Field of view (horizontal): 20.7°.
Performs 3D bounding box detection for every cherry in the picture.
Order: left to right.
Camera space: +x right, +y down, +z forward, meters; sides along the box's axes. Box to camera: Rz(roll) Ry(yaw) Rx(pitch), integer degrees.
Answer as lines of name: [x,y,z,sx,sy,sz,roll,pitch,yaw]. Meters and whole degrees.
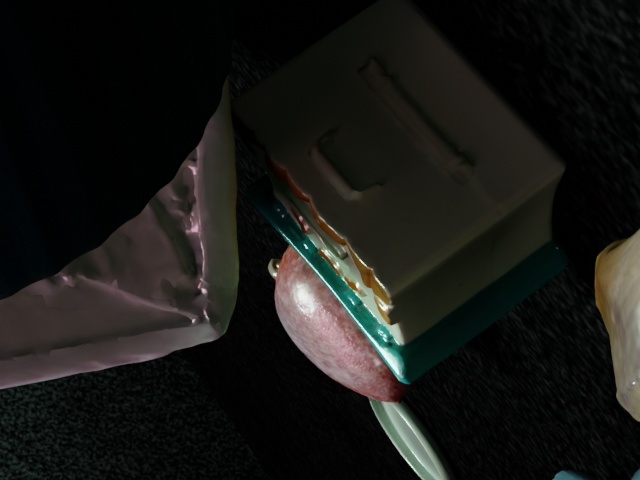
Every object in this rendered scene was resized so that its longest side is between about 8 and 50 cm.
cherry: [0.000,0.000,1.056,0.225,0.090,0.107,60,-176,22]

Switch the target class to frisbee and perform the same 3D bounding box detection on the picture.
frisbee: [0.074,0.159,1.395,0.110,0.014,0.110,53,169,15]

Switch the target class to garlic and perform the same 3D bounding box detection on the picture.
garlic: [0.128,0.027,0.613,0.084,0.066,0.152,55,172,9]

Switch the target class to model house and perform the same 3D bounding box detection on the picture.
model house: [0.038,-0.015,0.796,0.127,0.100,0.149,50,170,24]

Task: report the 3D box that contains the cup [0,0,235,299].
cup: [-0.181,-0.156,0.512,0.308,0.242,0.292,31,151,35]

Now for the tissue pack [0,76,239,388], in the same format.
tissue pack: [-0.232,-0.079,0.868,0.405,0.331,0.205,-120,24,-66]

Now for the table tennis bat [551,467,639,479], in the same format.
table tennis bat: [0.204,0.178,0.829,0.215,0.044,0.329,58,167,-23]
